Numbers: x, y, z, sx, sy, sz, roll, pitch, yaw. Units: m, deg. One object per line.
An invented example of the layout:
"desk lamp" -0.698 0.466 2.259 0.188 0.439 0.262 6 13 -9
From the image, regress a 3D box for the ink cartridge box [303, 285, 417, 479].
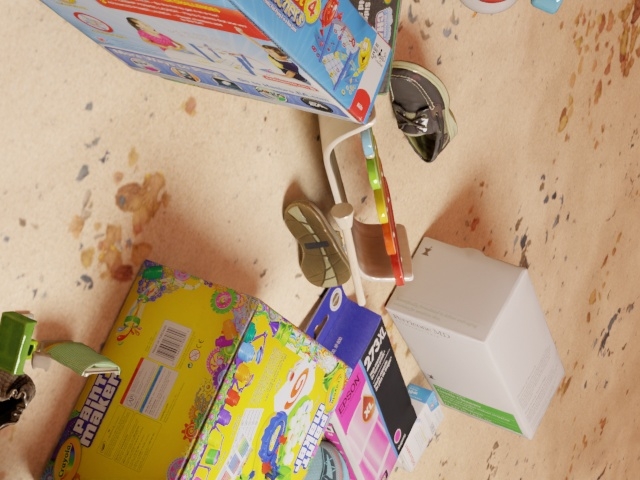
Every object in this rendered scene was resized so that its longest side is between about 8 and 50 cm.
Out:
"ink cartridge box" 0.055 0.236 1.940 0.176 0.069 0.371 -60 145 -30

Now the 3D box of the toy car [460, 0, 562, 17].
"toy car" 0.264 -0.424 1.865 0.238 0.219 0.210 101 13 -78

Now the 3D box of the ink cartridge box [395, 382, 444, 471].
"ink cartridge box" 0.155 0.321 2.158 0.122 0.052 0.088 -57 145 -26

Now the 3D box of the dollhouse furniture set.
"dollhouse furniture set" -0.280 0.107 1.339 0.151 0.076 0.059 6 101 -58

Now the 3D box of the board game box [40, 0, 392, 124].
"board game box" -0.131 -0.232 1.179 0.302 0.308 0.086 36 74 -58

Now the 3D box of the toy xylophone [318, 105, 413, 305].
"toy xylophone" 0.062 -0.055 1.707 0.323 0.081 0.236 71 9 -51

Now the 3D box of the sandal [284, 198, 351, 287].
"sandal" 0.000 0.000 1.749 0.180 0.072 0.049 67 28 -42

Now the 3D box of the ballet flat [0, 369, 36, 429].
"ballet flat" -0.378 0.194 1.246 0.250 0.058 0.084 -28 127 -49

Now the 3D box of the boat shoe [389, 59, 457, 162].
"boat shoe" 0.148 -0.186 1.863 0.073 0.080 0.223 -68 154 -16

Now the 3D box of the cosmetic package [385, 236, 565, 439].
"cosmetic package" 0.270 0.169 2.126 0.155 0.197 0.365 -59 145 -19

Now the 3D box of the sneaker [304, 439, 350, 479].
"sneaker" -0.043 0.412 1.845 0.125 0.104 0.262 38 70 -52

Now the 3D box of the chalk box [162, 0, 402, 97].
"chalk box" -0.022 -0.265 1.462 0.289 0.179 0.180 -14 116 -56

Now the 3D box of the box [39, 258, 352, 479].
"box" -0.138 0.221 1.524 0.290 0.177 0.279 -65 148 -12
